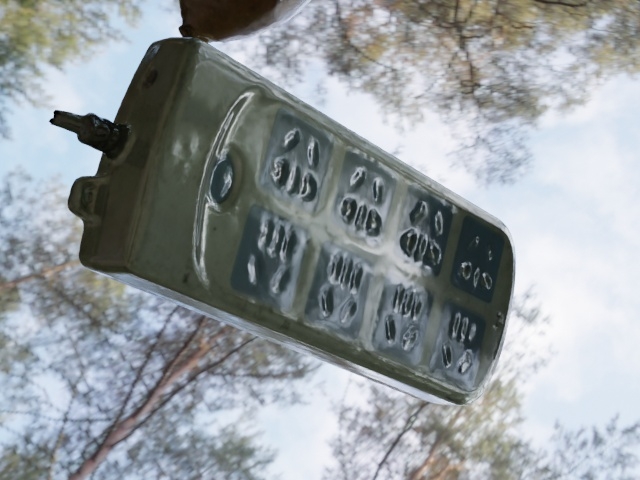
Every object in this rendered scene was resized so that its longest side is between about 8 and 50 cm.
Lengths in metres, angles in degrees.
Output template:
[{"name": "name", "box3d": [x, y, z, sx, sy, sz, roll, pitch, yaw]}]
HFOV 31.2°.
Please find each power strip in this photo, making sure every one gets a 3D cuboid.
[{"name": "power strip", "box3d": [0.000, 0.000, 0.407, 0.029, 0.227, 0.080, 5, -106, 45]}]

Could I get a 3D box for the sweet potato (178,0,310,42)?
[{"name": "sweet potato", "box3d": [-0.031, -0.251, 0.431, 0.114, 0.092, 0.341, -17, -102, 56]}]
